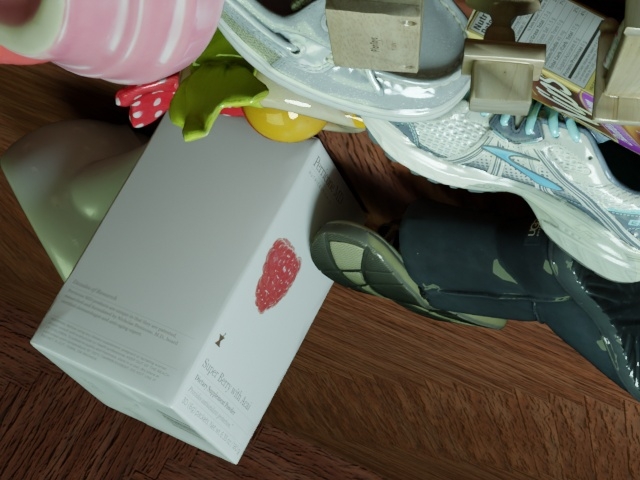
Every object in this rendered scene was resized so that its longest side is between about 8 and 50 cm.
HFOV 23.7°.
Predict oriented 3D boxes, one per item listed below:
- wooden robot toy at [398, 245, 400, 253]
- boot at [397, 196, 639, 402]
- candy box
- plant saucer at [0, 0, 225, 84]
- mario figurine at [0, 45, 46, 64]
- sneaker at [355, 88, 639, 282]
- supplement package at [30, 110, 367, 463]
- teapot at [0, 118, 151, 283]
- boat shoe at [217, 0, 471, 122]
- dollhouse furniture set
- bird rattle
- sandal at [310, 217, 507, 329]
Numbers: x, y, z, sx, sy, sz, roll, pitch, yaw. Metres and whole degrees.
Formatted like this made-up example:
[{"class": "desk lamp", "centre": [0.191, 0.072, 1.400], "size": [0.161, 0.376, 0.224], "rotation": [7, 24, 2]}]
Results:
[{"class": "wooden robot toy", "centre": [0.000, 0.000, 1.625], "size": [0.173, 0.076, 0.079], "rotation": [8, 144, 51]}, {"class": "boot", "centre": [0.201, 0.052, 1.385], "size": [0.207, 0.094, 0.246], "rotation": [5, 146, 46]}, {"class": "candy box", "centre": [0.187, -0.097, 0.959], "size": [0.187, 0.053, 0.109], "rotation": [31, 180, 15]}, {"class": "plant saucer", "centre": [-0.179, -0.235, 0.872], "size": [0.332, 0.084, 0.332], "rotation": [41, 148, 33]}, {"class": "mario figurine", "centre": [-0.286, -0.270, 1.237], "size": [0.320, 0.170, 0.198], "rotation": [35, -158, 13]}, {"class": "sneaker", "centre": [0.155, -0.087, 1.077], "size": [0.283, 0.110, 0.122], "rotation": [27, 147, -6]}, {"class": "supplement package", "centre": [-0.111, 0.036, 1.499], "size": [0.175, 0.293, 0.177], "rotation": [20, 163, 27]}, {"class": "teapot", "centre": [-0.223, -0.038, 1.692], "size": [0.256, 0.187, 0.252], "rotation": [50, 166, 51]}, {"class": "boat shoe", "centre": [-0.030, -0.191, 0.991], "size": [0.320, 0.118, 0.103], "rotation": [37, 166, -5]}, {"class": "dollhouse furniture set", "centre": [0.187, -0.170, 0.738], "size": [0.355, 0.174, 0.303], "rotation": [5, 172, 5]}, {"class": "bird rattle", "centre": [-0.060, -0.119, 1.260], "size": [0.207, 0.143, 0.253], "rotation": [15, 170, -13]}, {"class": "sandal", "centre": [0.093, 0.022, 1.522], "size": [0.120, 0.086, 0.303], "rotation": [14, 174, 35]}]
